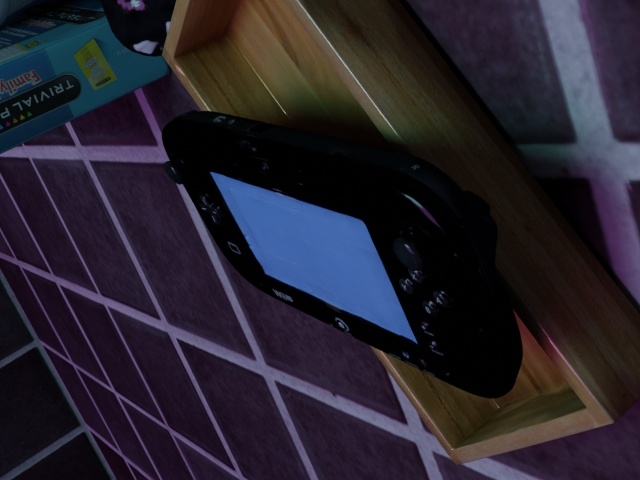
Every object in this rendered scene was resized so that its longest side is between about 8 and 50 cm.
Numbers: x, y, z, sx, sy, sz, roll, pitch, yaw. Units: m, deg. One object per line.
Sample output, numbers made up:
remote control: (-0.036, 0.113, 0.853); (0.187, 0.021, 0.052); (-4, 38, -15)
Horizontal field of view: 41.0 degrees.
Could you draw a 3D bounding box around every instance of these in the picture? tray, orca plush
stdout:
tray: (0.043, -0.042, 0.616); (0.411, 0.076, 0.203); (54, 153, 6)
orca plush: (-0.156, -0.242, 0.703); (0.151, 0.102, 0.287); (57, 153, 1)

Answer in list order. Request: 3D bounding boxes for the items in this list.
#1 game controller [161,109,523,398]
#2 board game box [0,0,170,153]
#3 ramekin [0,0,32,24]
game controller: (0.000, 0.000, 0.579); (0.319, 0.067, 0.166); (21, 135, 51)
board game box: (-0.364, -0.155, 0.885); (0.254, 0.336, 0.079); (24, 138, 48)
ramekin: (-0.357, -0.365, 0.885); (0.273, 0.127, 0.273); (39, 147, 31)
